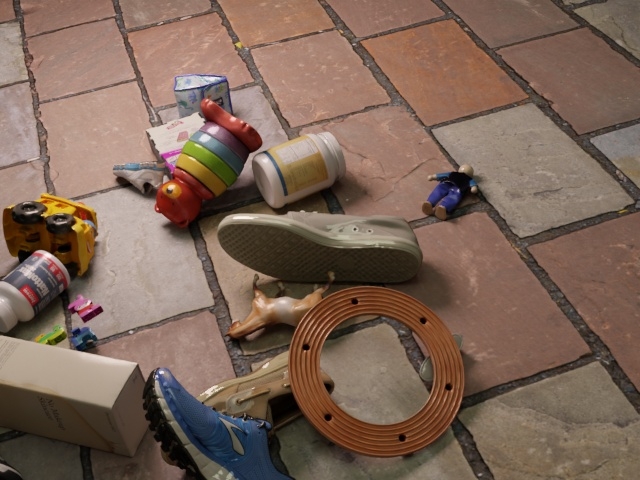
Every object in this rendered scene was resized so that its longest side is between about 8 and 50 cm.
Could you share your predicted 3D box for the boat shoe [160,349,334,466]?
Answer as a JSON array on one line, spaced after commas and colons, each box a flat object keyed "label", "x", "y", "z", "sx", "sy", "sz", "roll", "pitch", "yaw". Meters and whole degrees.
[{"label": "boat shoe", "x": -0.130, "y": 0.317, "z": 1.573, "sx": 0.341, "sy": 0.121, "sz": 0.110, "roll": -30, "pitch": 45, "yaw": -25}]

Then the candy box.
[{"label": "candy box", "x": -0.351, "y": -0.237, "z": 2.278, "sx": 0.159, "sy": 0.071, "sz": 0.233, "roll": -21, "pitch": 44, "yaw": -15}]

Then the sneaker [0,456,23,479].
[{"label": "sneaker", "x": -0.635, "y": 0.390, "z": 1.595, "sx": 0.235, "sy": 0.084, "sz": 0.097, "roll": 13, "pitch": 44, "yaw": 22}]

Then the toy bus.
[{"label": "toy bus", "x": -0.605, "y": -0.029, "z": 2.044, "sx": 0.220, "sy": 0.149, "sz": 0.211, "roll": 15, "pitch": 30, "yaw": 21}]

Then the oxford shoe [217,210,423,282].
[{"label": "oxford shoe", "x": 0.000, "y": 0.000, "z": 1.887, "sx": 0.450, "sy": 0.169, "sz": 0.130, "roll": 5, "pitch": 45, "yaw": 3}]

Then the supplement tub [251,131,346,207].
[{"label": "supplement tub", "x": -0.052, "y": -0.177, "z": 2.109, "sx": 0.200, "sy": 0.144, "sz": 0.144, "roll": -23, "pitch": 43, "yaw": -18}]

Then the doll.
[{"label": "doll", "x": 0.314, "y": -0.128, "z": 2.072, "sx": 0.129, "sy": 0.046, "sz": 0.189, "roll": 22, "pitch": 49, "yaw": 28}]

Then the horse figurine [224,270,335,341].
[{"label": "horse figurine", "x": -0.061, "y": 0.137, "z": 1.814, "sx": 0.264, "sy": 0.066, "sz": 0.174, "roll": 0, "pitch": 36, "yaw": 12}]

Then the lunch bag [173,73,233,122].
[{"label": "lunch bag", "x": -0.327, "y": -0.395, "z": 2.412, "sx": 0.151, "sy": 0.128, "sz": 0.096, "roll": -7, "pitch": 42, "yaw": -2}]

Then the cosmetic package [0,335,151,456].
[{"label": "cosmetic package", "x": -0.485, "y": 0.293, "z": 1.628, "sx": 0.310, "sy": 0.160, "sz": 0.113, "roll": 8, "pitch": 44, "yaw": 19}]

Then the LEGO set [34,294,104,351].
[{"label": "LEGO set", "x": -0.562, "y": 0.203, "z": 1.802, "sx": 0.227, "sy": 0.087, "sz": 0.093, "roll": -33, "pitch": 44, "yaw": -18}]

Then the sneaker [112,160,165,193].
[{"label": "sneaker", "x": -0.472, "y": -0.161, "z": 2.216, "sx": 0.191, "sy": 0.082, "sz": 0.071, "roll": 2, "pitch": 8, "yaw": 43}]

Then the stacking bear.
[{"label": "stacking bear", "x": -0.289, "y": -0.168, "z": 2.094, "sx": 0.175, "sy": 0.164, "sz": 0.289, "roll": 33, "pitch": 80, "yaw": 17}]

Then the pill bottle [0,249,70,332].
[{"label": "pill bottle", "x": -0.652, "y": 0.115, "z": 1.894, "sx": 0.108, "sy": 0.107, "sz": 0.180, "roll": 18, "pitch": 48, "yaw": 27}]

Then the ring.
[{"label": "ring", "x": 0.104, "y": 0.242, "z": 1.608, "sx": 0.337, "sy": 0.032, "sz": 0.336, "roll": 5, "pitch": 60, "yaw": -9}]

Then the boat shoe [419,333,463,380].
[{"label": "boat shoe", "x": 0.231, "y": 0.232, "z": 1.680, "sx": 0.046, "sy": 0.038, "sz": 0.125, "roll": 42, "pitch": 60, "yaw": 3}]

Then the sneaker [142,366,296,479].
[{"label": "sneaker", "x": -0.170, "y": 0.339, "z": 1.463, "sx": 0.330, "sy": 0.130, "sz": 0.147, "roll": 49, "pitch": 60, "yaw": -2}]
